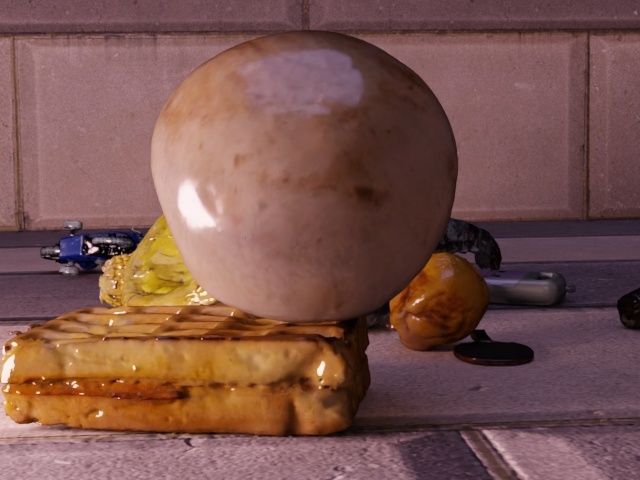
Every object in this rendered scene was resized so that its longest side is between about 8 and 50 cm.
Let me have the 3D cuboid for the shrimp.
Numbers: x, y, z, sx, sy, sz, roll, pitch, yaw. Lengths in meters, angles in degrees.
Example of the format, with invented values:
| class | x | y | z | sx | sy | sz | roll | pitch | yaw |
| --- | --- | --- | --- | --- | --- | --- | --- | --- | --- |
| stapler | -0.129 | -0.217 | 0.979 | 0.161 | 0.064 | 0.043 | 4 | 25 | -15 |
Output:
| class | x | y | z | sx | sy | sz | roll | pitch | yaw |
| --- | --- | --- | --- | --- | --- | --- | --- | --- | --- |
| shrimp | 0.145 | 0.010 | 1.914 | 0.410 | 0.166 | 0.221 | -6 | 32 | -6 |

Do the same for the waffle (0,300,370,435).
| class | x | y | z | sx | sy | sz | roll | pitch | yaw |
| --- | --- | --- | --- | --- | --- | --- | --- | --- | --- |
| waffle | -0.118 | 0.119 | 0.986 | 0.327 | 0.098 | 0.224 | -2 | 3 | 8 |

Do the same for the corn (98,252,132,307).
| class | x | y | z | sx | sy | sz | roll | pitch | yaw |
| --- | --- | --- | --- | --- | --- | --- | --- | --- | --- |
| corn | -0.225 | 0.068 | 1.620 | 0.260 | 0.091 | 0.091 | 3 | -20 | -2 |

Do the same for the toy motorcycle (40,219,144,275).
| class | x | y | z | sx | sy | sz | roll | pitch | yaw |
| --- | --- | --- | --- | --- | --- | --- | --- | --- | --- |
| toy motorcycle | -0.465 | 0.022 | 2.139 | 0.168 | 0.113 | 0.315 | 9 | -11 | -42 |

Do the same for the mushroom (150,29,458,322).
| class | x | y | z | sx | sy | sz | roll | pitch | yaw |
| --- | --- | --- | --- | --- | --- | --- | --- | --- | --- |
| mushroom | -0.013 | -0.043 | 0.986 | 0.297 | 0.298 | 0.290 | -1 | -32 | 1 |

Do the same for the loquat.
| class | x | y | z | sx | sy | sz | roll | pitch | yaw |
| --- | --- | --- | --- | --- | --- | --- | --- | --- | --- |
| loquat | 0.146 | 0.078 | 1.264 | 0.137 | 0.113 | 0.137 | -37 | 1 | 1 |

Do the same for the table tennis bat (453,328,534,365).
| class | x | y | z | sx | sy | sz | roll | pitch | yaw |
| --- | --- | --- | --- | --- | --- | --- | --- | --- | --- |
| table tennis bat | 0.208 | 0.131 | 1.240 | 0.095 | 0.014 | 0.158 | -2 | 6 | -1 |

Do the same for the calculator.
| class | x | y | z | sx | sy | sz | roll | pitch | yaw |
| --- | --- | --- | --- | --- | --- | --- | --- | --- | --- |
| calculator | 0.302 | 0.077 | 1.693 | 0.246 | 0.045 | 0.141 | 2 | 6 | 20 |

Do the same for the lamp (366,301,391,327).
| class | x | y | z | sx | sy | sz | roll | pitch | yaw |
| --- | --- | --- | --- | --- | --- | --- | --- | --- | --- |
| lamp | 0.056 | 0.077 | 1.418 | 0.101 | 0.101 | 0.250 | 2 | 8 | 33 |

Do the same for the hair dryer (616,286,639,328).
| class | x | y | z | sx | sy | sz | roll | pitch | yaw |
| --- | --- | --- | --- | --- | --- | --- | --- | --- | --- |
| hair dryer | 0.619 | 0.086 | 1.370 | 0.303 | 0.120 | 0.359 | -14 | 21 | -34 |

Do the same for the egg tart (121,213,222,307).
| class | x | y | z | sx | sy | sz | roll | pitch | yaw |
| --- | --- | --- | --- | --- | --- | --- | --- | --- | --- |
| egg tart | -0.136 | 0.014 | 1.452 | 0.132 | 0.345 | 0.345 | 45 | -16 | -23 |
